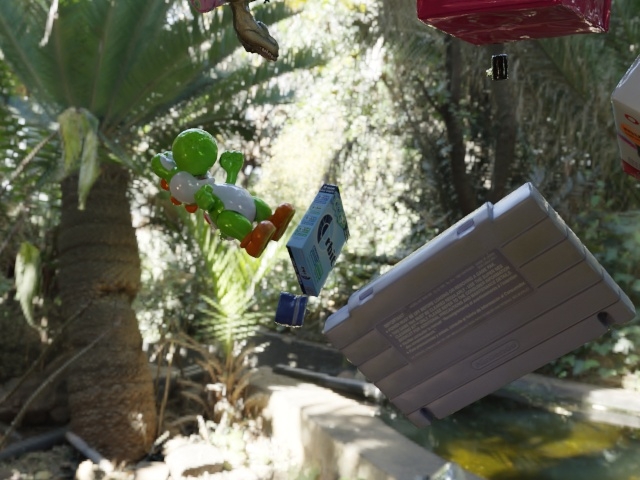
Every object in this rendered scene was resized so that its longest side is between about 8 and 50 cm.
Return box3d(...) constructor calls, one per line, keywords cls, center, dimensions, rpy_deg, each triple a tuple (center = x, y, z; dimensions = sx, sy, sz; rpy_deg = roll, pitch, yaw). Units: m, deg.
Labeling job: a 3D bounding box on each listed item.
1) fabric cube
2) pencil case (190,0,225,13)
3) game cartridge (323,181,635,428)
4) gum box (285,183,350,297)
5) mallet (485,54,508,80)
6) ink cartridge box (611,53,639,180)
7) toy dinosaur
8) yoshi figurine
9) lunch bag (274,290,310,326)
box3d(cls="fabric cube", center=(0.351, -0.502, 1.135), dimensions=(0.258, 0.254, 0.259), rpy_deg=(9, 9, 39))
box3d(cls="pencil case", center=(-0.195, -0.650, 1.588), dimensions=(0.124, 0.124, 0.284), rpy_deg=(3, 28, 46))
box3d(cls="game cartridge", center=(0.201, 0.101, 0.877), dimensions=(0.355, 0.230, 0.068), rpy_deg=(-37, 11, 28))
box3d(cls="gum box", center=(0.000, 0.000, 1.358), dimensions=(0.041, 0.184, 0.157), rpy_deg=(10, -40, 25))
box3d(cls="mallet", center=(0.446, -0.426, 1.643), dimensions=(0.039, 0.062, 0.189), rpy_deg=(-3, 3, 6))
box3d(cls="ink cartridge box", center=(0.309, -0.095, 0.470), dimensions=(0.128, 0.127, 0.176), rpy_deg=(40, 8, 29))
box3d(cls="toy dinosaur", center=(-0.090, -0.337, 0.706), dimensions=(0.064, 0.268, 0.118), rpy_deg=(-12, 3, -21))
box3d(cls="yoshi figurine", center=(-0.237, -0.134, 1.525), dimensions=(0.362, 0.203, 0.203), rpy_deg=(34, -10, 8))
box3d(cls="lunch bag", center=(-0.054, 0.144, 1.322), dimensions=(0.065, 0.067, 0.098), rpy_deg=(12, -6, 3))
